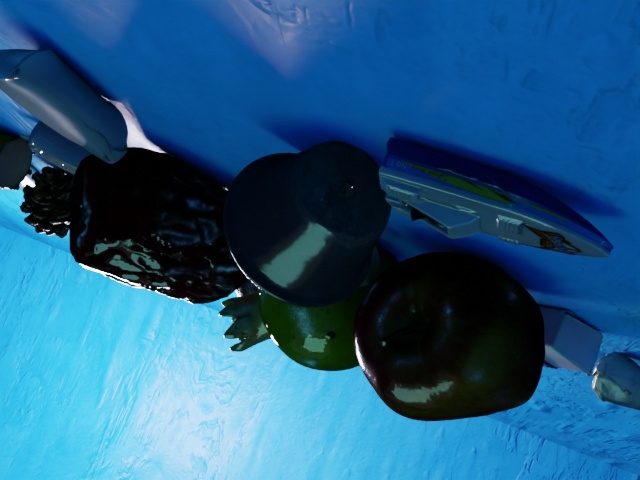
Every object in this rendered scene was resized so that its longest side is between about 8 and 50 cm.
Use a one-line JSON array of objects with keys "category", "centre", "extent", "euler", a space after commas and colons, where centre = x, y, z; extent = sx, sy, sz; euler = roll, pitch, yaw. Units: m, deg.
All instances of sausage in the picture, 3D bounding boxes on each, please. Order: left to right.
[{"category": "sausage", "centre": [-0.794, -0.214, 2.231], "extent": [0.317, 0.117, 0.125], "euler": [19, 153, 14]}]

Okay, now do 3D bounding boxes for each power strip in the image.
[{"category": "power strip", "centre": [-0.482, -0.165, 2.035], "extent": [0.253, 0.054, 0.167], "euler": [23, 167, -8]}]

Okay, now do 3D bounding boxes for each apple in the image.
[{"category": "apple", "centre": [0.216, 0.158, 1.668], "extent": [0.317, 0.288, 0.288], "euler": [20, 173, -43]}]

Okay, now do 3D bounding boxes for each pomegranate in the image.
[{"category": "pomegranate", "centre": [-0.007, 0.148, 1.904], "extent": [0.358, 0.216, 0.310], "euler": [-21, 171, 13]}]

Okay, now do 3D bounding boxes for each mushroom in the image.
[{"category": "mushroom", "centre": [0.622, 0.289, 1.941], "extent": [0.278, 0.099, 0.096], "euler": [24, 174, -22]}]

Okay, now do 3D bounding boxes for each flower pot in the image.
[{"category": "flower pot", "centre": [0.003, -0.042, 1.384], "extent": [0.235, 0.235, 0.148], "euler": [26, 147, -18]}]

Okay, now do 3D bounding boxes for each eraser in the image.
[{"category": "eraser", "centre": [0.365, 0.170, 1.890], "extent": [0.130, 0.086, 0.287], "euler": [31, 166, -34]}]

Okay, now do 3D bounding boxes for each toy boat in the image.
[{"category": "toy boat", "centre": [0.213, -0.035, 1.246], "extent": [0.295, 0.088, 0.129], "euler": [20, 168, 15]}]

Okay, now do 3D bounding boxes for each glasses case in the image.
[{"category": "glasses case", "centre": [-0.409, -0.224, 1.569], "extent": [0.128, 0.083, 0.308], "euler": [24, 170, 24]}]

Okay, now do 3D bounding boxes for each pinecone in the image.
[{"category": "pinecone", "centre": [-0.626, -0.097, 2.388], "extent": [0.173, 0.174, 0.173], "euler": [21, 168, 5]}]

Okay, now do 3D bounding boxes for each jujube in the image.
[{"category": "jujube", "centre": [-0.283, -0.020, 1.841], "extent": [0.376, 0.258, 0.258], "euler": [29, 167, -25]}]

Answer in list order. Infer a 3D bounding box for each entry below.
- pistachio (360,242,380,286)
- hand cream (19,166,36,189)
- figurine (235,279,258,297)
[{"category": "pistachio", "centre": [0.000, 0.000, 1.690], "extent": [0.238, 0.138, 0.153], "euler": [30, 130, -33]}, {"category": "hand cream", "centre": [-0.734, -0.173, 2.444], "extent": [0.085, 0.058, 0.331], "euler": [27, 170, 13]}, {"category": "figurine", "centre": [-0.129, 0.114, 2.523], "extent": [0.138, 0.110, 0.245], "euler": [43, -172, 36]}]
